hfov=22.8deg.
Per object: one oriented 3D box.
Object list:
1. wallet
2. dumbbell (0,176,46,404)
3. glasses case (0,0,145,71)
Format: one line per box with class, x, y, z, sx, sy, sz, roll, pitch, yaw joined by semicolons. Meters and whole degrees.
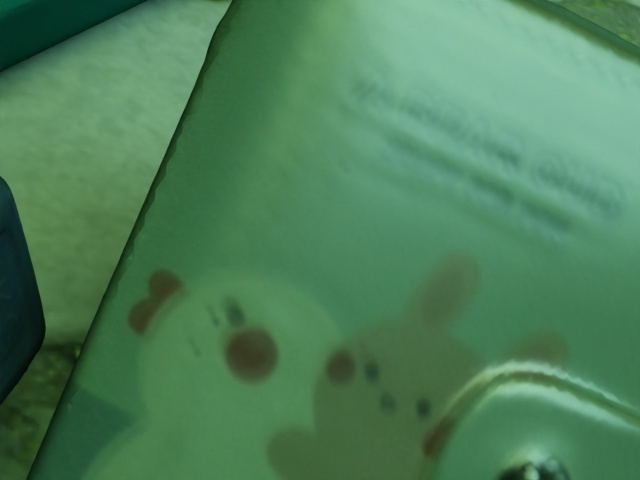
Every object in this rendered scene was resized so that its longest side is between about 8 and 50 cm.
wallet;0.029;0.070;0.618;0.252;0.083;0.360;25;84;-14
dumbbell;-0.230;0.085;0.534;0.160;0.144;0.325;35;46;-2
glasses case;-0.125;-0.171;0.846;0.117;0.070;0.301;42;49;15
